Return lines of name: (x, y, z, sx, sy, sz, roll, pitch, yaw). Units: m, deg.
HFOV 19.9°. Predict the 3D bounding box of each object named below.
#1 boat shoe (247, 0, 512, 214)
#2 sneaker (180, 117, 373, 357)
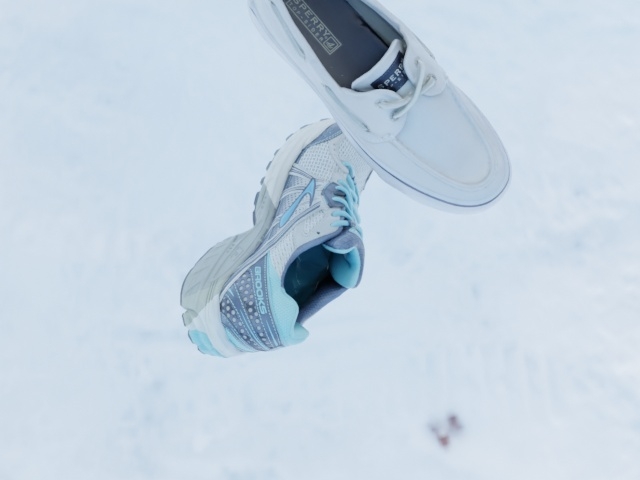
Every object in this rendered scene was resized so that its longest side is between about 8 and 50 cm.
boat shoe: (0.050, -0.128, 1.434, 0.096, 0.088, 0.267, -41, 89, -8)
sneaker: (0.000, 0.000, 1.607, 0.122, 0.283, 0.110, 3, 136, 36)
